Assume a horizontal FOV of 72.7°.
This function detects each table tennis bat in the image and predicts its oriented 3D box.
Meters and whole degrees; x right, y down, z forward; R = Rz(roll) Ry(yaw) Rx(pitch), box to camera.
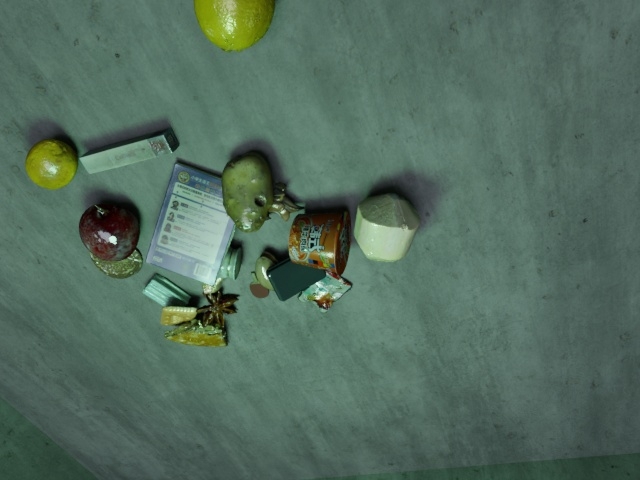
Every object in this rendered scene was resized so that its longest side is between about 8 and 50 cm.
[{"bbox_3d":[-0.288,0.206,1.991,0.087,0.013,0.156,-6,125,15],"label":"table tennis bat"}]

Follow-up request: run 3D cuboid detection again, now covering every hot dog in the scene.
[{"bbox_3d":[-0.468,0.172,1.956,0.078,0.061,0.169,40,98,-14],"label":"hot dog"}]

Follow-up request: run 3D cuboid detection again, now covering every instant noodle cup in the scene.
[{"bbox_3d":[0.000,0.000,1.680,0.192,0.250,0.250,7,126,16],"label":"instant noodle cup"}]

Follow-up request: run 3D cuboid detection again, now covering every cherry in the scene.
[{"bbox_3d":[-0.866,-0.028,1.797,0.230,0.203,0.300,1,134,-8],"label":"cherry"}]

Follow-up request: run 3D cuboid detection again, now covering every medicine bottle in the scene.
[{"bbox_3d":[-0.411,0.089,1.844,0.143,0.147,0.147,8,125,-2],"label":"medicine bottle"}]

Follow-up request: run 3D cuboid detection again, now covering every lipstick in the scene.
[{"bbox_3d":[-0.719,-0.334,1.634,0.371,0.080,0.076,-11,123,14],"label":"lipstick"}]

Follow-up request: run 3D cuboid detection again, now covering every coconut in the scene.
[{"bbox_3d":[0.243,-0.062,1.604,0.239,0.239,0.244,9,127,2],"label":"coconut"}]

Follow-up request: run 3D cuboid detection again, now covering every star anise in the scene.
[{"bbox_3d":[-0.482,0.309,2.031,0.196,0.111,0.212,-1,95,-14],"label":"star anise"}]

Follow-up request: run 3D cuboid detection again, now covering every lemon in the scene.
[{"bbox_3d":[-0.243,-0.683,1.235,0.236,0.236,0.263,12,147,-1],"label":"lemon"},{"bbox_3d":[-1.020,-0.290,1.654,0.170,0.170,0.207,41,117,-19],"label":"lemon"}]

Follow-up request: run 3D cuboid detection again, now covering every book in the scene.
[{"bbox_3d":[-0.492,-0.060,1.717,0.300,0.039,0.428,21,101,-5],"label":"book"}]

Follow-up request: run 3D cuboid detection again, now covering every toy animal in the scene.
[{"bbox_3d":[-0.161,-0.127,1.701,0.188,0.089,0.179,20,129,-6],"label":"toy animal"}]

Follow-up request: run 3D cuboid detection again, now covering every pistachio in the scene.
[{"bbox_3d":[-0.215,0.134,1.862,0.124,0.124,0.185,-9,123,14],"label":"pistachio"}]

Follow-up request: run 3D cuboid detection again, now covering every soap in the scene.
[{"bbox_3d":[-0.725,0.253,2.052,0.198,0.063,0.114,40,120,-19],"label":"soap"}]

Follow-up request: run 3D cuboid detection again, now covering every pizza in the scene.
[{"bbox_3d":[-0.582,0.448,2.119,0.323,0.089,0.223,14,141,-27],"label":"pizza"}]

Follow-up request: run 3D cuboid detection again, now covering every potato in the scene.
[{"bbox_3d":[-0.268,-0.175,1.596,0.191,0.141,0.296,-4,83,11],"label":"potato"}]

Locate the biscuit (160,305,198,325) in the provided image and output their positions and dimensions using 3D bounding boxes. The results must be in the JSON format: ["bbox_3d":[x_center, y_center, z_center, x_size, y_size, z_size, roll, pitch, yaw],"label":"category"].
[{"bbox_3d":[-0.673,0.363,2.063,0.160,0.030,0.249,6,152,-21],"label":"biscuit"}]

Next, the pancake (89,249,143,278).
[{"bbox_3d":[-0.938,0.077,1.979,0.250,0.031,0.250,3,124,5],"label":"pancake"}]

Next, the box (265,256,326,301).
[{"bbox_3d":[-0.100,0.138,1.821,0.230,0.050,0.160,-29,114,-12],"label":"box"}]

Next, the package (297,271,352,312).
[{"bbox_3d":[0.014,0.233,1.952,0.166,0.040,0.232,34,121,-15],"label":"package"}]
